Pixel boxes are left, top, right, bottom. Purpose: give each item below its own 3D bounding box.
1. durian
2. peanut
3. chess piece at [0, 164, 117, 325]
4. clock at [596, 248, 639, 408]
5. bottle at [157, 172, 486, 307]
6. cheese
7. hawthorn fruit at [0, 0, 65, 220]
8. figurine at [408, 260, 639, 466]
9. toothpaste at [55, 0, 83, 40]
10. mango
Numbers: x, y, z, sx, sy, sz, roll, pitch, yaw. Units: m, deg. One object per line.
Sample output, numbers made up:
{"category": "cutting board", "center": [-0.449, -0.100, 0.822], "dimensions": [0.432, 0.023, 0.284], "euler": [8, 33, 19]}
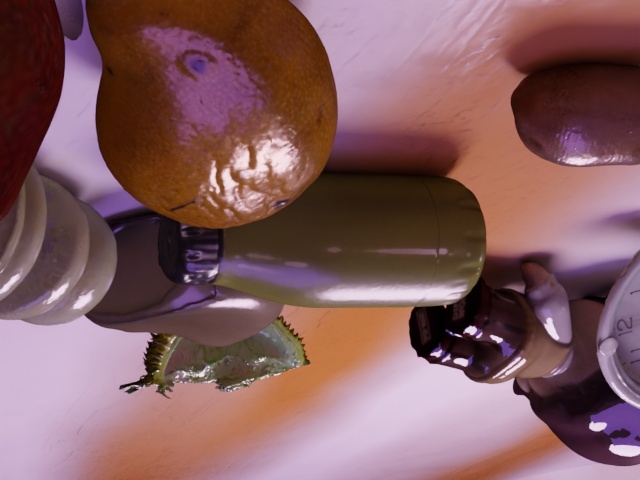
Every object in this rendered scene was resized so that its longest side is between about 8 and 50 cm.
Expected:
{"category": "durian", "center": [-0.112, 0.103, 1.427], "dimensions": [0.215, 0.100, 0.086], "euler": [-5, 159, -28]}
{"category": "peanut", "center": [0.211, -0.092, 1.022], "dimensions": [0.152, 0.076, 0.076], "euler": [0, 160, -15]}
{"category": "chess piece", "center": [-0.236, 0.001, 1.043], "dimensions": [0.144, 0.144, 0.251], "euler": [-11, 167, 11]}
{"category": "clock", "center": [0.382, 0.068, 1.439], "dimensions": [0.236, 0.053, 0.236], "euler": [-7, 119, -14]}
{"category": "bottle", "center": [0.000, 0.000, 1.144], "dimensions": [0.260, 0.112, 0.112], "euler": [0, 160, -23]}
{"category": "cheese", "center": [-0.112, 0.040, 1.255], "dimensions": [0.175, 0.091, 0.202], "euler": [-13, 161, 21]}
{"category": "hawthorn fruit", "center": [-0.222, -0.068, 0.705], "dimensions": [0.208, 0.208, 0.248], "euler": [-8, 154, 1]}
{"category": "figurine", "center": [0.265, 0.114, 1.568], "dimensions": [0.365, 0.206, 0.218], "euler": [29, 121, -23]}
{"category": "toothpaste", "center": [-0.230, -0.120, 0.812], "dimensions": [0.193, 0.045, 0.071], "euler": [-7, 162, 18]}
{"category": "mango", "center": [-0.069, -0.082, 0.879], "dimensions": [0.157, 0.109, 0.262], "euler": [-6, 160, 7]}
